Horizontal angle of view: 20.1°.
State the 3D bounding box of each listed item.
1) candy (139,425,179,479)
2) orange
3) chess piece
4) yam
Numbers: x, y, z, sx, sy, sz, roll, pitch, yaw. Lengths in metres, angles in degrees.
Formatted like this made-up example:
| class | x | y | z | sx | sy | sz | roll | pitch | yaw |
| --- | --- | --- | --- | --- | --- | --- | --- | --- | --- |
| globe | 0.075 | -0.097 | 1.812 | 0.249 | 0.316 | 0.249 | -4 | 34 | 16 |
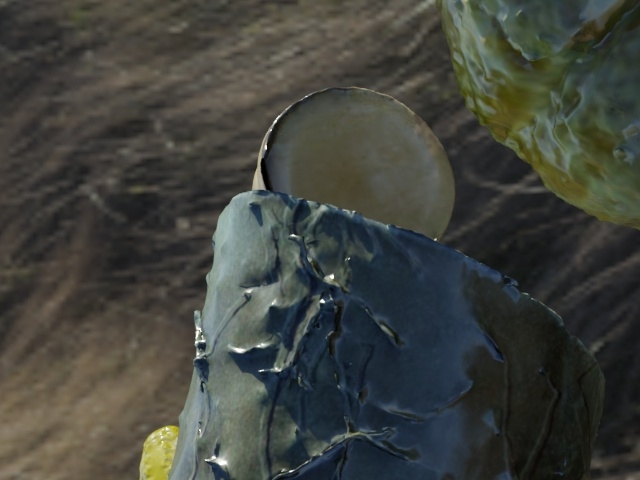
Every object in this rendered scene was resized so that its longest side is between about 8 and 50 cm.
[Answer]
| class | x | y | z | sx | sy | sz | roll | pitch | yaw |
| --- | --- | --- | --- | --- | --- | --- | --- | --- | --- |
| candy | -0.136 | 0.284 | 1.846 | 0.106 | 0.094 | 0.199 | -28 | 69 | 22 |
| orange | 0.239 | -0.104 | 1.088 | 0.271 | 0.369 | 0.210 | -44 | 41 | 41 |
| chess piece | 0.000 | 0.000 | 1.367 | 0.261 | 0.143 | 0.142 | 121 | 135 | -65 |
| yam | 0.016 | 0.173 | 1.009 | 0.241 | 0.241 | 0.348 | -6 | 68 | 55 |
